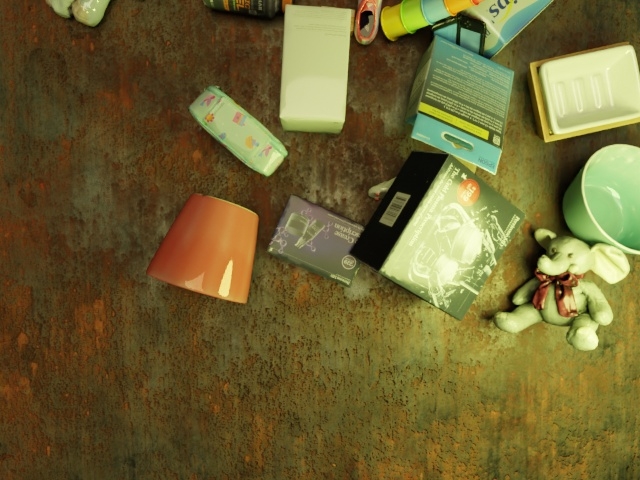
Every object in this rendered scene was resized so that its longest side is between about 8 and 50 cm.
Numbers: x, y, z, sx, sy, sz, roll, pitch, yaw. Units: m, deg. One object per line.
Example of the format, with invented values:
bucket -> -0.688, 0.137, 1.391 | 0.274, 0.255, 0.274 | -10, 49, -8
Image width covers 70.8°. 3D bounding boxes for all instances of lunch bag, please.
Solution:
lunch bag -> -0.219, -0.295, 1.224 | 0.279, 0.224, 0.108 | 41, 95, -9

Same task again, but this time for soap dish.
soap dish -> 0.749, -0.419, 1.293 | 0.291, 0.118, 0.228 | -13, 93, -1

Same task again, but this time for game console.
game console -> 0.382, -0.539, 1.258 | 0.124, 0.144, 0.085 | 35, 74, 29

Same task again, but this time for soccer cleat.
soccer cleat -> 0.137, -0.674, 1.241 | 0.083, 0.095, 0.247 | 6, 115, -1
soccer cleat -> 0.234, -0.165, 1.321 | 0.197, 0.068, 0.076 | -9, 73, 0

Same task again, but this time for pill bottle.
pill bottle -> -0.193, -0.696, 1.250 | 0.246, 0.130, 0.130 | 8, 92, -2

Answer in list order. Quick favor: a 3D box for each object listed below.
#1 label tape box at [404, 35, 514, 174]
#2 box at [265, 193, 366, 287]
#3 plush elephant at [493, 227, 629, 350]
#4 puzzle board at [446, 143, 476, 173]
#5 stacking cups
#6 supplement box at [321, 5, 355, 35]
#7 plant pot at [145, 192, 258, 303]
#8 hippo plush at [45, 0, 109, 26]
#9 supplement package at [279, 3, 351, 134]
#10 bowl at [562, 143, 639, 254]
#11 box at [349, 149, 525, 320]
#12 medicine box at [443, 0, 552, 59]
label tape box -> 0.367, -0.348, 1.218 | 0.249, 0.115, 0.347 | 21, 69, -8
box -> 0.000, 0.000, 1.300 | 0.262, 0.103, 0.184 | 23, 94, -3
plush elephant -> 0.673, 0.107, 1.248 | 0.330, 0.272, 0.255 | -23, 108, -29
puzzle board -> 0.416, -0.223, 1.346 | 0.097, 0.011, 0.128 | 13, 93, -3
stacking cups -> 0.319, -0.623, 1.194 | 0.317, 0.096, 0.095 | -1, 93, 40
supplement box -> 0.048, -0.635, 1.305 | 0.099, 0.036, 0.062 | 5, 92, -1
plant pot -> -0.297, 0.017, 1.224 | 0.275, 0.275, 0.242 | 18, 83, -2
hippo plush -> -0.646, -0.722, 1.182 | 0.295, 0.236, 0.234 | 10, 92, -2
supplement package -> -0.017, -0.458, 1.240 | 0.176, 0.177, 0.292 | 3, 92, -2
bowl -> 0.817, -0.095, 1.264 | 0.312, 0.163, 0.311 | 2, 76, -10
box -> 0.316, -0.015, 1.219 | 0.313, 0.179, 0.343 | 30, 92, -25
medicine box -> 0.483, -0.712, 1.258 | 0.263, 0.149, 0.289 | -44, 92, 1
